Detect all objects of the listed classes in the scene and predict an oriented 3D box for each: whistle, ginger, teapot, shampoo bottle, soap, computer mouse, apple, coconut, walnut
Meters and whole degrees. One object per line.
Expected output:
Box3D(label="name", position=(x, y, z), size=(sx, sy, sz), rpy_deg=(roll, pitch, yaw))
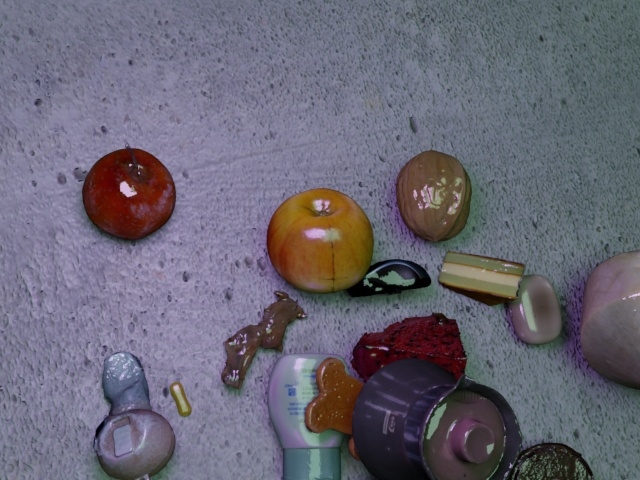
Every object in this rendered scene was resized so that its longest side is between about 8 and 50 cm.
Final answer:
Box3D(label="whistle", position=(-0.447, 0.430, 1.716), size=(0.189, 0.189, 0.348), rpy_deg=(-11, 55, -15))
Box3D(label="ginger", position=(-0.159, 0.258, 1.859), size=(0.290, 0.084, 0.122), rpy_deg=(-47, 110, -23))
Box3D(label="teapot", position=(0.254, 0.456, 1.581), size=(0.305, 0.361, 0.376), rpy_deg=(-2, 85, -18))
Box3D(label="shampoo bottle", position=(-0.022, 0.461, 1.786), size=(0.221, 0.151, 0.350), rpy_deg=(4, 73, -20))
Box3D(label="soap", position=(-0.351, 0.398, 1.801), size=(0.034, 0.012, 0.089), rpy_deg=(-23, 81, -18))
Box3D(label="computer mouse", position=(0.182, 0.098, 1.939), size=(0.233, 0.137, 0.096), rpy_deg=(-5, 80, -13))
Box3D(label="apple", position=(0.000, 0.000, 1.850), size=(0.285, 0.233, 0.286), rpy_deg=(-3, 40, 3))
Box3D(label="coconut", position=(0.898, 0.230, 1.932), size=(0.415, 0.345, 0.415), rpy_deg=(13, 42, -12))
Box3D(label="walnut", position=(0.315, -0.120, 1.998), size=(0.224, 0.225, 0.261), rpy_deg=(8, 72, -11))

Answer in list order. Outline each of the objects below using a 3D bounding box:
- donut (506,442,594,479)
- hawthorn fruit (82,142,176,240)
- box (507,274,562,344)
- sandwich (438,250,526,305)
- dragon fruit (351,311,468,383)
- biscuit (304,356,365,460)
Box3D(label="donut", position=(0.606, 0.668, 1.899), size=(0.269, 0.103, 0.270), rpy_deg=(3, 76, -10))
Box3D(label="hawthorn fruit", position=(-0.475, -0.111, 1.807), size=(0.235, 0.263, 0.231), rpy_deg=(36, 91, -29))
Box3D(label="box", position=(0.606, 0.196, 2.035), size=(0.145, 0.088, 0.200), rpy_deg=(-5, 77, -13))
Box3D(label="sandwich", position=(0.446, 0.093, 2.000), size=(0.187, 0.144, 0.117), rpy_deg=(23, 69, -6))
Box3D(label="dragon fruit", position=(0.240, 0.296, 1.848), size=(0.330, 0.240, 0.302), rpy_deg=(18, 53, -15))
Box3D(label="biscuit", position=(0.104, 0.429, 1.753), size=(0.324, 0.049, 0.206), rpy_deg=(26, 70, -23))
